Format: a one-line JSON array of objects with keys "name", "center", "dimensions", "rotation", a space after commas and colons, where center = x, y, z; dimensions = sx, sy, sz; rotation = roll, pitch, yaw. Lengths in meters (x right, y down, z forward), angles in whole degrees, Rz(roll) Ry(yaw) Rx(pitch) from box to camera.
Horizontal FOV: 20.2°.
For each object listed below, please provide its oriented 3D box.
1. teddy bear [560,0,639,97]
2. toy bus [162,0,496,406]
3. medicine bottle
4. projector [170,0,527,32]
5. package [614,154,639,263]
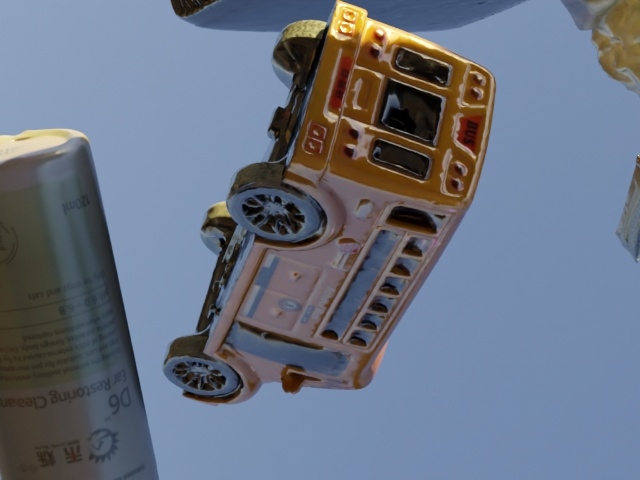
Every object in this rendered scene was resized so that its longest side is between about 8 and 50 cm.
[{"name": "teddy bear", "center": [0.317, -0.141, 0.935], "dimensions": [0.362, 0.375, 0.327], "rotation": [50, -47, 9]}, {"name": "toy bus", "center": [0.000, 0.000, 0.705], "dimensions": [0.194, 0.088, 0.083], "rotation": [117, -11, -56]}, {"name": "medicine bottle", "center": [-0.088, 0.063, 0.623], "dimensions": [0.057, 0.057, 0.199], "rotation": [4, -70, 41]}, {"name": "projector", "center": [0.090, -0.367, 1.806], "dimensions": [0.395, 0.405, 0.242], "rotation": [-16, -99, 54]}, {"name": "package", "center": [0.266, -0.024, 1.507], "dimensions": [0.015, 0.110, 0.037], "rotation": [-19, -124, -19]}]
